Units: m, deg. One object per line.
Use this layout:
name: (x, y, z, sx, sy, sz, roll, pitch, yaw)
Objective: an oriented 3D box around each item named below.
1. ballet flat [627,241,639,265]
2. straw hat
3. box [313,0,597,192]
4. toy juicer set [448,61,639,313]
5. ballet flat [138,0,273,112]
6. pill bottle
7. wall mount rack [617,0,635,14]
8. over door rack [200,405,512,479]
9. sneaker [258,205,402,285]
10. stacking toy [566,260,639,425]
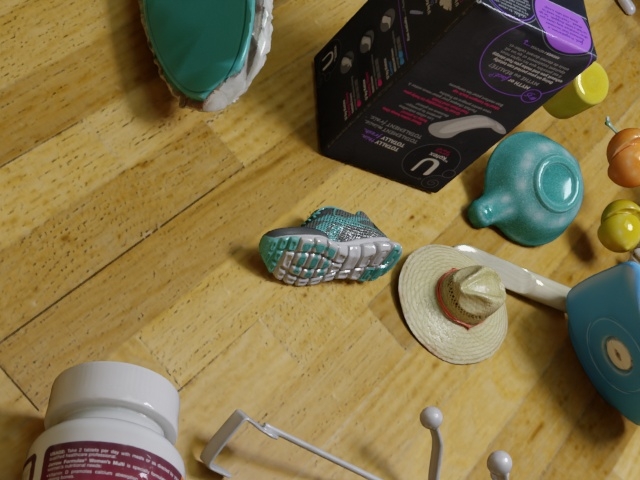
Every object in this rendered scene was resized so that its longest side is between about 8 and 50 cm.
ballet flat: (0.419, 0.021, 1.633, 0.077, 0.077, 0.231, 20, 42, 1)
straw hat: (0.157, 0.056, 1.369, 0.145, 0.061, 0.144, 15, 61, -29)
box: (0.134, -0.194, 1.391, 0.165, 0.270, 0.143, 18, 50, -30)
toy juicer set: (0.275, -0.036, 1.540, 0.209, 0.089, 0.329, 43, 67, -19)
ballet flat: (-0.119, -0.298, 1.372, 0.147, 0.147, 0.408, 5, 58, -38)
pill bottle: (-0.162, 0.207, 0.960, 0.121, 0.121, 0.221, 24, 47, -25)
wall mount rack: (0.614, -0.313, 2.001, 0.304, 0.130, 0.350, 51, 42, 8)
over door rack: (0.099, 0.216, 1.088, 0.324, 0.108, 0.239, 18, 5, -31)
sneaker: (0.000, 0.000, 1.307, 0.166, 0.065, 0.076, 4, 41, -42)
stacking toy: (0.439, 0.065, 1.464, 0.302, 0.166, 0.175, -25, 83, -24)
